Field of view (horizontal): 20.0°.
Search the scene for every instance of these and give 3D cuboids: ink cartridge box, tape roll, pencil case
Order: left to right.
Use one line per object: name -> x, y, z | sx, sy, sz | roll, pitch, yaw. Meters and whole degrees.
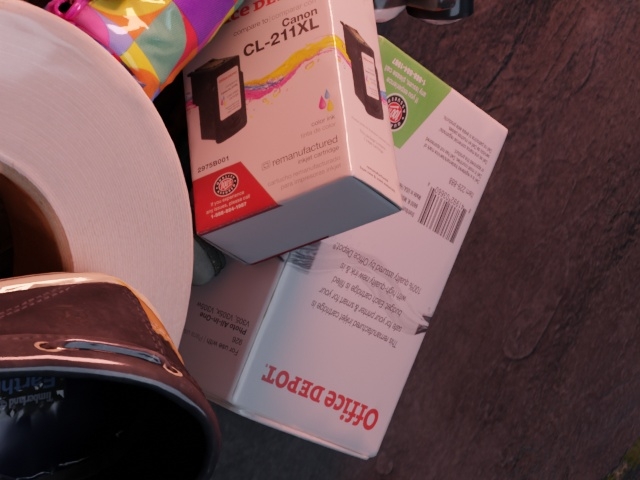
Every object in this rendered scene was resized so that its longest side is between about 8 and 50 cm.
tape roll -> -0.252, 0.037, 1.060 | 0.392, 0.072, 0.392 | -17, 118, -34
pencil case -> -0.092, -0.186, 1.210 | 0.236, 0.104, 0.104 | -52, 140, -26
ink cartridge box -> -0.024, -0.089, 1.253 | 0.072, 0.127, 0.175 | 32, 44, -53
ink cartridge box -> 0.000, 0.000, 1.386 | 0.211, 0.122, 0.289 | 29, 82, -53

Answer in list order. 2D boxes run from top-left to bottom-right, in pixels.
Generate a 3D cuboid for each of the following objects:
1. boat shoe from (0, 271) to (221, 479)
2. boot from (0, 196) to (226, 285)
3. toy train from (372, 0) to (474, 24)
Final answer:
boat shoe -> -0.272, 0.134, 0.934 | 0.500, 0.156, 0.186 | -13, 118, -33
boot -> -0.182, 0.009, 1.210 | 0.161, 0.083, 0.246 | -57, 136, -7
toy train -> 0.060, -0.317, 1.320 | 0.190, 0.142, 0.334 | -15, 116, -38
